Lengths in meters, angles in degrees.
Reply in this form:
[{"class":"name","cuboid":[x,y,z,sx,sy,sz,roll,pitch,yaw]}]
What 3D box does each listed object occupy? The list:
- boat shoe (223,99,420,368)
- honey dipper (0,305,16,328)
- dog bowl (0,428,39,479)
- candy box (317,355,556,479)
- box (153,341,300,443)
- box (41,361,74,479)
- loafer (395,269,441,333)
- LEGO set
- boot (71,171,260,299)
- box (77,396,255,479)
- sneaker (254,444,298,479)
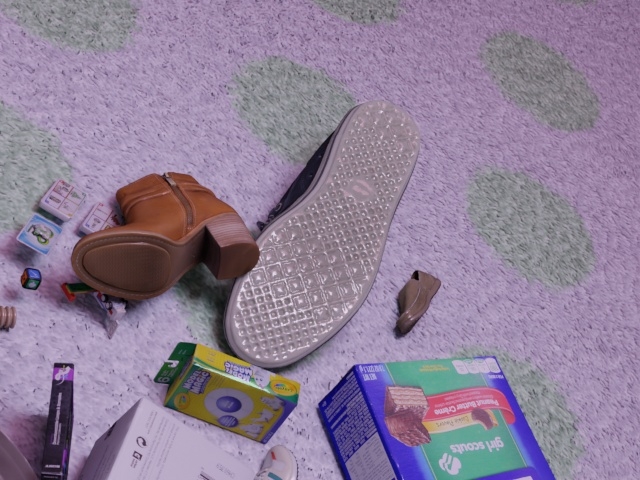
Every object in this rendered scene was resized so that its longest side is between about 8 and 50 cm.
[{"class":"boat shoe","cuboid":[0.000,0.000,2.192,0.187,0.156,0.500,33,56,-7]},{"class":"honey dipper","cuboid":[-0.474,0.095,1.874,0.161,0.030,0.030,5,50,-25]},{"class":"dog bowl","cuboid":[-0.466,0.292,1.574,0.349,0.102,0.349,33,23,-16]},{"class":"candy box","cuboid":[0.180,0.326,2.030,0.268,0.122,0.317,0,54,-35]},{"class":"box","cuboid":[-0.129,0.202,1.948,0.179,0.105,0.043,24,42,-13]},{"class":"box","cuboid":[-0.320,0.247,1.769,0.029,0.116,0.162,3,47,-7]},{"class":"loafer","cuboid":[0.144,0.095,2.272,0.050,0.056,0.148,36,31,1]},{"class":"LEGO set","cuboid":[-0.335,0.027,2.028,0.182,0.060,0.244,30,30,-7]},{"class":"boot","cuboid":[-0.246,-0.026,2.042,0.283,0.109,0.220,-10,36,-28]},{"class":"box","cuboid":[-0.198,0.323,1.754,0.182,0.119,0.181,36,36,-14]},{"class":"sneaker","cuboid":[-0.076,0.329,1.902,0.075,0.057,0.161,24,45,-22]}]
